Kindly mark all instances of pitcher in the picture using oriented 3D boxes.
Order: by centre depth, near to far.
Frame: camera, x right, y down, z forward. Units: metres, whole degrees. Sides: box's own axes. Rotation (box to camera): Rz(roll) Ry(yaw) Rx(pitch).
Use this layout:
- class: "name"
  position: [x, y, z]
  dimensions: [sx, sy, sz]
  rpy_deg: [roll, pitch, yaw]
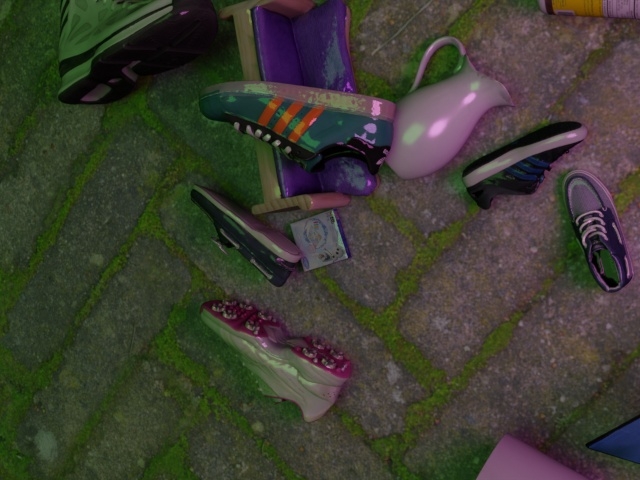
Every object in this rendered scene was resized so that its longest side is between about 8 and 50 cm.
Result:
- class: "pitcher"
  position: [0.173, -0.209, 1.294]
  dimensions: [0.207, 0.125, 0.177]
  rpy_deg: [-39, 58, 13]

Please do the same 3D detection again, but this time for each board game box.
- class: "board game box"
  position: [0.000, 0.000, 1.441]
  dimensions: [0.090, 0.020, 0.090]
  rpy_deg: [-18, 87, 26]

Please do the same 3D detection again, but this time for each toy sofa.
- class: "toy sofa"
  position: [-0.034, -0.228, 1.366]
  dimensions: [0.177, 0.150, 0.362]
  rpy_deg: [-9, 90, 28]

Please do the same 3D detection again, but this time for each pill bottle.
- class: "pill bottle"
  position: [0.419, -0.371, 1.150]
  dimensions: [0.215, 0.117, 0.117]
  rpy_deg: [10, 99, 25]

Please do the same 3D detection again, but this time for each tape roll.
- class: "tape roll"
  position: [0.293, 0.431, 1.212]
  dimensions: [0.169, 0.246, 0.246]
  rpy_deg: [28, 106, 21]

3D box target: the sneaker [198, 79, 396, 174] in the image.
- class: "sneaker"
  position: [-0.043, -0.166, 1.236]
  dimensions: [0.302, 0.108, 0.121]
  rpy_deg: [8, 89, 9]

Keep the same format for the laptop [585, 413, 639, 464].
- class: "laptop"
  position: [0.614, 0.321, 0.968]
  dimensions: [0.408, 0.236, 0.382]
  rpy_deg: [62, 142, 20]

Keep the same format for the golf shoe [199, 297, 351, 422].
- class: "golf shoe"
  position: [-0.099, 0.210, 1.460]
  dimensions: [0.306, 0.115, 0.140]
  rpy_deg: [27, 109, 23]

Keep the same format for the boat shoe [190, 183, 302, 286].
- class: "boat shoe"
  position: [-0.145, -0.012, 1.469]
  dimensions: [0.254, 0.095, 0.079]
  rpy_deg: [35, 104, 18]

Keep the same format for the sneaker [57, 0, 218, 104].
- class: "sneaker"
  position: [-0.357, -0.417, 1.453]
  dimensions: [0.447, 0.169, 0.257]
  rpy_deg: [-13, 86, 47]

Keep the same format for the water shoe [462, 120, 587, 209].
- class: "water shoe"
  position: [0.319, -0.114, 1.260]
  dimensions: [0.203, 0.073, 0.080]
  rpy_deg: [-23, 106, 30]

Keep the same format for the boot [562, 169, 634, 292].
- class: "boot"
  position: [0.405, -0.017, 1.205]
  dimensions: [0.069, 0.086, 0.190]
  rpy_deg: [-27, 83, 25]
